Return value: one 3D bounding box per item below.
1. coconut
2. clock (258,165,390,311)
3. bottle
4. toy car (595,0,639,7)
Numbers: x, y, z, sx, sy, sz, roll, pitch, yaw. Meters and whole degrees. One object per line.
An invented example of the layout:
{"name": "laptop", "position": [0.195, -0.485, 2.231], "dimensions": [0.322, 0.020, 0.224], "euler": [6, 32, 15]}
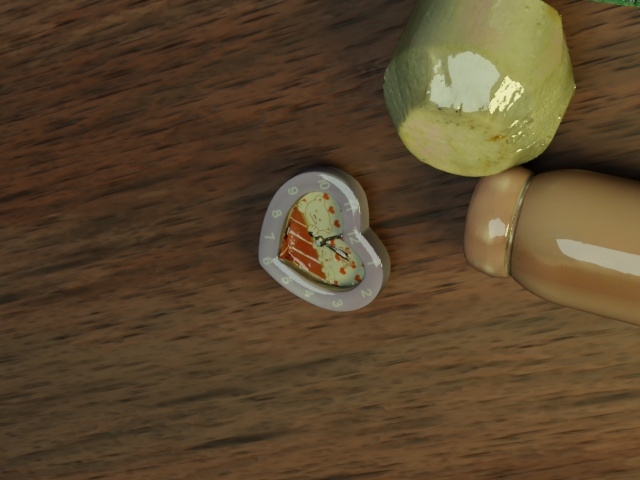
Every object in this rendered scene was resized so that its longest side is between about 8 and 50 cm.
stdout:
{"name": "coconut", "position": [0.192, -0.203, 1.781], "dimensions": [0.241, 0.241, 0.241], "euler": [7, 111, 20]}
{"name": "clock", "position": [0.000, 0.000, 2.015], "dimensions": [0.172, 0.064, 0.198], "euler": [-17, 101, 26]}
{"name": "bottle", "position": [0.327, -0.015, 1.828], "dimensions": [0.297, 0.173, 0.206], "euler": [14, 82, 20]}
{"name": "toy car", "position": [0.361, -0.338, 1.726], "dimensions": [0.321, 0.097, 0.141], "euler": [10, 111, 19]}
